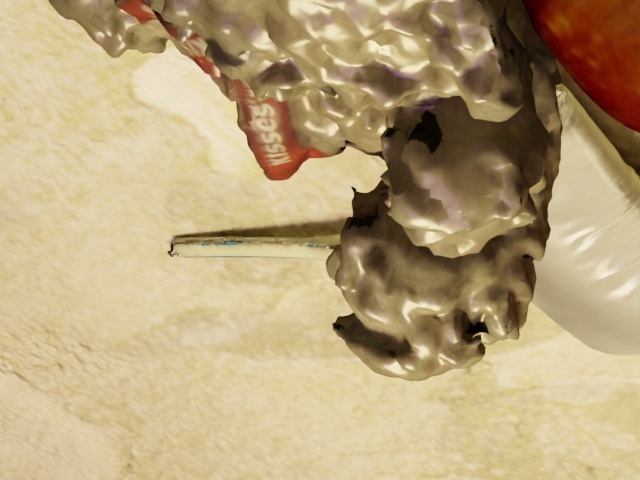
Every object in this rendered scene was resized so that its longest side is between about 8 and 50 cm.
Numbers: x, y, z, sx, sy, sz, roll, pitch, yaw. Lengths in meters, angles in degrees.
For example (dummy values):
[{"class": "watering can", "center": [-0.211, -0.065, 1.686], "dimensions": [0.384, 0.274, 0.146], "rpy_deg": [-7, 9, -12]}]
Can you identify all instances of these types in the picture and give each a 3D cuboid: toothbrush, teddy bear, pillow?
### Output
[{"class": "toothbrush", "center": [-0.003, 0.005, 1.425], "dimensions": [0.294, 0.028, 0.026], "rpy_deg": [-5, 138, 39]}, {"class": "teddy bear", "center": [-0.015, -0.125, 0.949], "dimensions": [0.357, 0.224, 0.367], "rpy_deg": [50, -175, 16]}, {"class": "pillow", "center": [0.168, -0.008, 1.244], "dimensions": [0.144, 0.078, 0.254], "rpy_deg": [-12, 134, 44]}]

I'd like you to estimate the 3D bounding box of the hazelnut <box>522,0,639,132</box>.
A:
[{"class": "hazelnut", "center": [0.194, -0.158, 0.875], "dimensions": [0.218, 0.218, 0.234], "rpy_deg": [-29, 81, 53]}]
